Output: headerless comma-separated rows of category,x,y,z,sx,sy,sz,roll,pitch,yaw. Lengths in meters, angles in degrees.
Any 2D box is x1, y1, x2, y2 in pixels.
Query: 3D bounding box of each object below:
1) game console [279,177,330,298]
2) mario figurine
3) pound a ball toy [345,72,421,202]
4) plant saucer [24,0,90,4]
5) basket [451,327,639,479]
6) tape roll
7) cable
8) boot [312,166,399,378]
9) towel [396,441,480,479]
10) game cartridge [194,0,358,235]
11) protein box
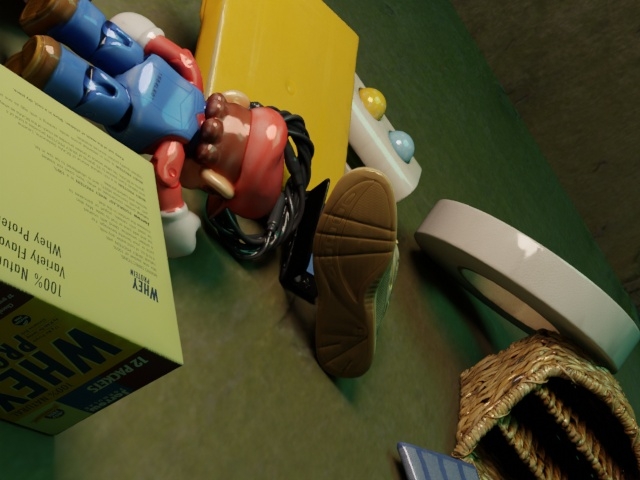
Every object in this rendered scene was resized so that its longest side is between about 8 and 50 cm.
game console,0.000,0.000,1.323,0.107,0.071,0.122,35,63,-47
mario figurine,-0.177,-0.110,1.092,0.320,0.198,0.170,33,0,-33
pound a ball toy,0.032,-0.216,1.643,0.319,0.136,0.208,55,23,-13
plant saucer,-0.294,-0.392,1.097,0.332,0.084,0.332,-18,90,-85
basket,0.356,0.309,1.569,0.299,0.213,0.223,53,22,-15
tape roll,0.321,0.074,1.711,0.392,0.072,0.392,35,-5,4
cable,-0.068,-0.065,1.265,0.150,0.047,0.184,22,78,-54
boot,0.053,0.011,1.329,0.203,0.095,0.262,-64,158,-66
towel,0.183,0.397,1.328,0.209,0.034,0.285,30,36,-51
game cartridge,-0.057,-0.192,1.382,0.285,0.053,0.323,34,55,-47
protein box,-0.228,0.008,0.802,0.200,0.136,0.201,35,32,-47
